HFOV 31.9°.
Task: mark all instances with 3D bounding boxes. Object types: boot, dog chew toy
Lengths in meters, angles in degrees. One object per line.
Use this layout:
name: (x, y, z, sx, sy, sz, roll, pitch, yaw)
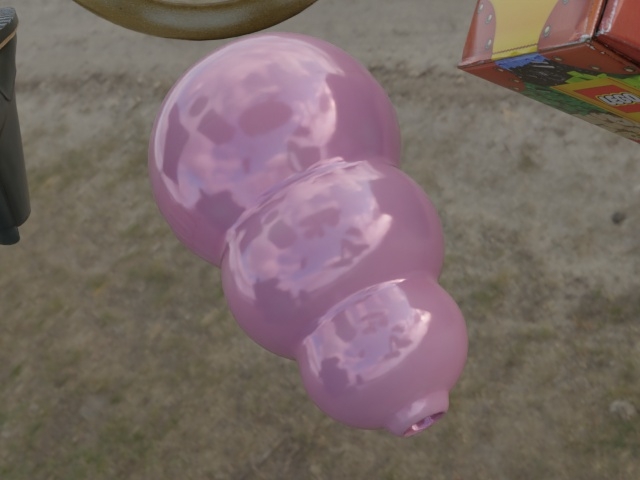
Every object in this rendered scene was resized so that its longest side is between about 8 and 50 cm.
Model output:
boot: (-0.268, -0.098, 0.903, 0.077, 0.137, 0.198, -11, 32, 5)
dog chew toy: (0.000, 0.000, 0.874, 0.207, 0.206, 0.331, -32, 68, 9)

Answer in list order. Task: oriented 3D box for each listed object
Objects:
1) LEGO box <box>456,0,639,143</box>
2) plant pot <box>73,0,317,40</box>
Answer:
LEGO box: (0.373, -0.312, 0.878, 0.193, 0.373, 0.500, 8, 80, 69)
plant pot: (-0.067, -0.218, 0.590, 0.236, 0.236, 0.032, -32, 24, 9)
